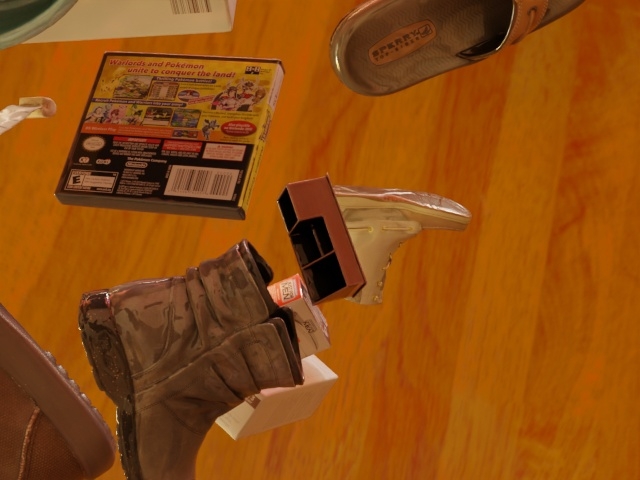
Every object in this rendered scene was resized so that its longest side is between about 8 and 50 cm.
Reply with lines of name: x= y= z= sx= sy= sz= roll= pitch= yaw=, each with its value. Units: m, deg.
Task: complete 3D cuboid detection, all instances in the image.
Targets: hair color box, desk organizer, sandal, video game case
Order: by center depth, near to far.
sandal: x=0.104 y=-0.160 z=0.824 sx=0.219 sy=0.090 sz=0.060 roll=-26 pitch=23 yaw=11
desk organizer: x=0.000 y=0.000 z=1.331 sx=0.050 sy=0.047 sz=0.130 roll=-13 pitch=73 yaw=-22
hair color box: x=-0.082 y=0.118 z=1.546 sx=0.167 sy=0.093 sz=0.053 roll=-22 pitch=36 yaw=9
video game case: x=-0.207 y=-0.151 z=1.737 sx=0.275 sy=0.035 sz=0.248 roll=5 pitch=62 yaw=16

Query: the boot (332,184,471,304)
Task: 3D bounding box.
boot: x=0.101 y=0.012 z=1.784 sx=0.213 sy=0.077 sz=0.165 roll=6 pitch=106 yaw=-1

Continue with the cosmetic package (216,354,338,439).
cosmetic package: x=-0.082 y=0.195 z=1.723 sx=0.117 sy=0.231 sz=0.085 roll=40 pitch=108 yaw=21

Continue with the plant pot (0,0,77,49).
plant pot: x=-0.329 y=-0.398 z=1.249 sx=0.341 sy=0.341 sz=0.334 roll=9 pitch=26 yaw=2

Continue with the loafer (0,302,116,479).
loafer: x=-0.295 y=0.052 z=0.843 sx=0.130 sy=0.134 sz=0.366 roll=-43 pitch=97 yaw=-20

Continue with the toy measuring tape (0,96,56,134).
toy measuring tape: x=-0.358 y=-0.021 z=1.208 sx=0.121 sy=0.121 sz=0.330 roll=29 pitch=44 yaw=12

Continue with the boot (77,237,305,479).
boot: x=-0.118 y=0.181 z=1.385 sx=0.223 sy=0.338 sz=0.118 roll=-15 pitch=21 yaw=-1

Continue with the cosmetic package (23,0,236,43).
cosmetic package: x=-0.286 y=-0.370 z=1.556 sx=0.377 sy=0.097 sz=0.284 roll=-2 pitch=49 yaw=6
